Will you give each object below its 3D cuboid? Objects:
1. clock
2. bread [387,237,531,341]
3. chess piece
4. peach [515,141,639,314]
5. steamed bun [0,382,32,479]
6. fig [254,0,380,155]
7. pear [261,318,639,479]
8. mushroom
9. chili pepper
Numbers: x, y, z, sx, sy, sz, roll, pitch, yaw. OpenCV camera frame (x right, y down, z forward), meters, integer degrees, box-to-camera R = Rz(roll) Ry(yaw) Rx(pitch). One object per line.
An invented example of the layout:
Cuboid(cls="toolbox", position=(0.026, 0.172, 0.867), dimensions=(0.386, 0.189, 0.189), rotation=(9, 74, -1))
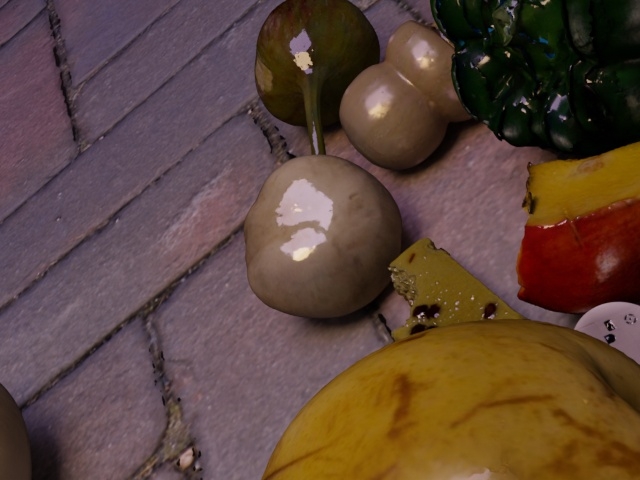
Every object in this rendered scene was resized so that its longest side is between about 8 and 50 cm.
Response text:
Cuboid(cls="clock", position=(0.214, 0.097, 0.666), dimensions=(0.087, 0.041, 0.129), rotation=(-16, 57, 0))
Cuboid(cls="bread", position=(0.110, 0.074, 0.801), dimensions=(0.088, 0.049, 0.226), rotation=(-45, 34, -2))
Cuboid(cls="chess piece", position=(0.126, -0.179, 0.993), dimensions=(0.261, 0.143, 0.142), rotation=(-46, 34, 8))
Cuboid(cls="peach", position=(0.201, -0.008, 0.732), dimensions=(0.151, 0.151, 0.118), rotation=(-17, 71, 32))
Cuboid(cls="steamed bun", position=(-0.418, 0.258, 0.993), dimensions=(0.324, 0.206, 0.324), rotation=(-26, 36, 21))
Cuboid(cls="fig", position=(-0.008, -0.156, 1.074), dimensions=(0.149, 0.149, 0.245), rotation=(-29, 31, 20))
Cuboid(cls="pear", position=(0.091, 0.175, 0.538), dimensions=(0.281, 0.281, 0.280), rotation=(-26, 38, 23))
Cuboid(cls="mushroom", position=(0.000, 0.000, 0.938), dimensions=(0.154, 0.122, 0.154), rotation=(-2, 69, 4))
Cuboid(cls="chili pepper", position=(0.229, -0.201, 0.805), dimensions=(0.257, 0.233, 0.248), rotation=(-25, 36, -14))
